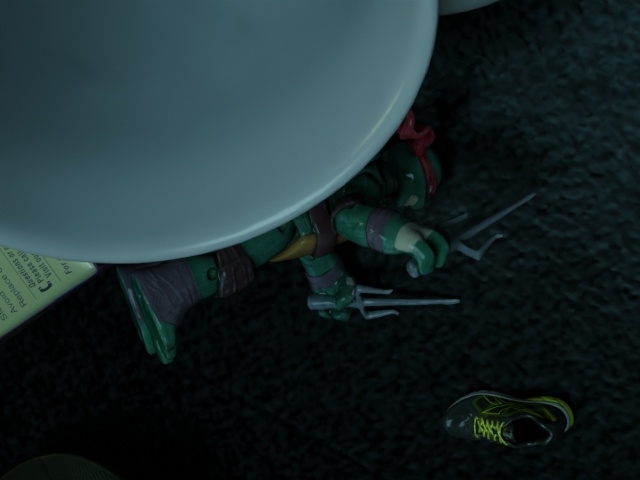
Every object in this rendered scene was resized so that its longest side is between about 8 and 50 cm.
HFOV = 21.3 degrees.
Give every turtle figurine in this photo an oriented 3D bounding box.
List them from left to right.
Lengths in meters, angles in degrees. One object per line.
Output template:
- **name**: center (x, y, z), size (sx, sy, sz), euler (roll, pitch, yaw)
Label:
- **turtle figurine**: center (0.000, 0.000, 1.012), size (0.234, 0.175, 0.118), euler (-21, 79, -11)

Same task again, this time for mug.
- **mug**: center (-0.057, -0.198, 0.870), size (0.374, 0.328, 0.276), euler (1, 134, -12)

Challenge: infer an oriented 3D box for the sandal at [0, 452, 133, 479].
- **sandal**: center (-0.202, 0.231, 1.206), size (0.302, 0.086, 0.120), euler (-29, 58, 44)

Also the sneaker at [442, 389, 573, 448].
- **sneaker**: center (0.113, 0.112, 1.056), size (0.083, 0.035, 0.031), euler (-6, 104, 25)

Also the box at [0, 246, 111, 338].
- **box**: center (-0.198, -0.006, 1.046), size (0.243, 0.213, 0.117), euler (-32, 94, 28)
